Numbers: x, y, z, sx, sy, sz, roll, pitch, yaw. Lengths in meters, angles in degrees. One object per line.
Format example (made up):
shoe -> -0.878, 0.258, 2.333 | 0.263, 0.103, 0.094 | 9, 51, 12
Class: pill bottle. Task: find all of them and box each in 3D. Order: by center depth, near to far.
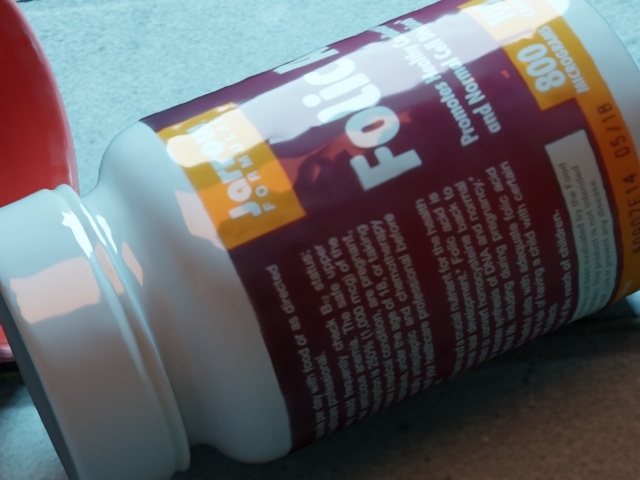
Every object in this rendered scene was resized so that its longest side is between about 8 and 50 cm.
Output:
pill bottle -> 0.000, 0.000, 1.074 | 0.392, 0.224, 0.224 | -24, 45, -14

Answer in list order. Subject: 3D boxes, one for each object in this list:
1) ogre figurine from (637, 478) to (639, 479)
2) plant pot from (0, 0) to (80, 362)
ogre figurine -> 0.190, 0.201, 0.934 | 0.118, 0.097, 0.197 | 34, 73, 16
plant pot -> -0.329, -0.040, 1.170 | 0.243, 0.275, 0.275 | -8, 43, 18
